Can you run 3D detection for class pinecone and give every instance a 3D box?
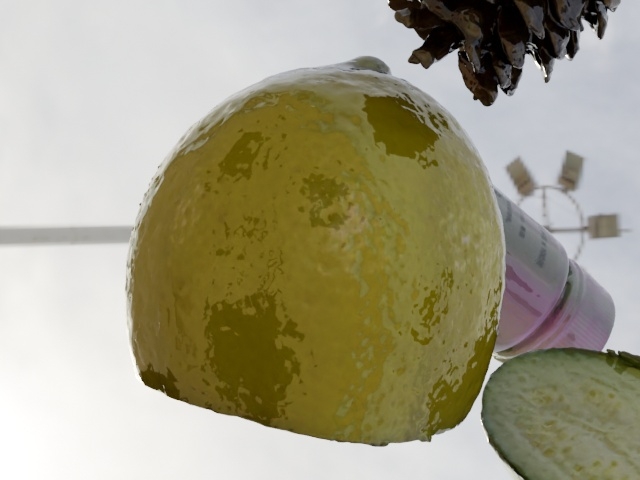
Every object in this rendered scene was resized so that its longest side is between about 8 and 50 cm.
[{"bbox_3d":[0.160,-0.214,0.960,0.204,0.184,0.179,-63,-154,6],"label":"pinecone"}]

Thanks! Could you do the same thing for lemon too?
[{"bbox_3d":[0.000,0.000,1.052,0.364,0.364,0.364,3,-86,49],"label":"lemon"}]

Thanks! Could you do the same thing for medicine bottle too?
[{"bbox_3d":[0.256,0.046,1.782,0.219,0.388,0.219,-44,-158,23],"label":"medicine bottle"}]

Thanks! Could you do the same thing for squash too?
[{"bbox_3d":[0.325,0.224,1.239,0.309,0.233,0.210,49,-27,12],"label":"squash"}]
